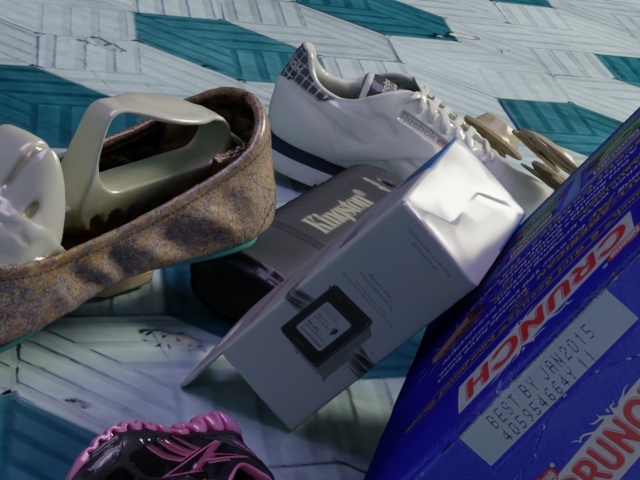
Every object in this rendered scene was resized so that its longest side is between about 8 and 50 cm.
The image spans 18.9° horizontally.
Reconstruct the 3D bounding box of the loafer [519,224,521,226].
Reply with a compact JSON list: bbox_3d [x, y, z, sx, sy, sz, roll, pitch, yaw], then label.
[{"bbox_3d":[0.198,0.088,1.143,0.267,0.084,0.096,34,-5,34],"label":"loafer"}]

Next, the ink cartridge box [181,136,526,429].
[{"bbox_3d":[0.018,0.032,1.037,0.060,0.180,0.104,48,30,-3],"label":"ink cartridge box"}]

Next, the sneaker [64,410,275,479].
[{"bbox_3d":[-0.068,0.114,0.895,0.119,0.047,0.057,-9,42,-47],"label":"sneaker"}]

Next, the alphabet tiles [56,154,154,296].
[{"bbox_3d":[-0.245,-0.025,1.166,0.284,0.021,0.278,25,21,25],"label":"alphabet tiles"}]

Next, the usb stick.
[{"bbox_3d":[0.000,0.000,1.247,0.077,0.045,0.278,20,20,16],"label":"usb stick"}]

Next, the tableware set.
[{"bbox_3d":[0.177,-0.048,1.452,0.141,0.020,0.168,39,-1,-25],"label":"tableware set"}]

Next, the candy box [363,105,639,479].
[{"bbox_3d":[0.156,0.036,0.908,0.122,0.268,0.317,43,20,-2],"label":"candy box"}]

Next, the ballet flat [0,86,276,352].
[{"bbox_3d":[-0.143,-0.021,1.031,0.107,0.106,0.316,31,35,28],"label":"ballet flat"}]

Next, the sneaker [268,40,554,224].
[{"bbox_3d":[0.074,-0.067,1.414,0.235,0.095,0.090,18,16,-6],"label":"sneaker"}]
